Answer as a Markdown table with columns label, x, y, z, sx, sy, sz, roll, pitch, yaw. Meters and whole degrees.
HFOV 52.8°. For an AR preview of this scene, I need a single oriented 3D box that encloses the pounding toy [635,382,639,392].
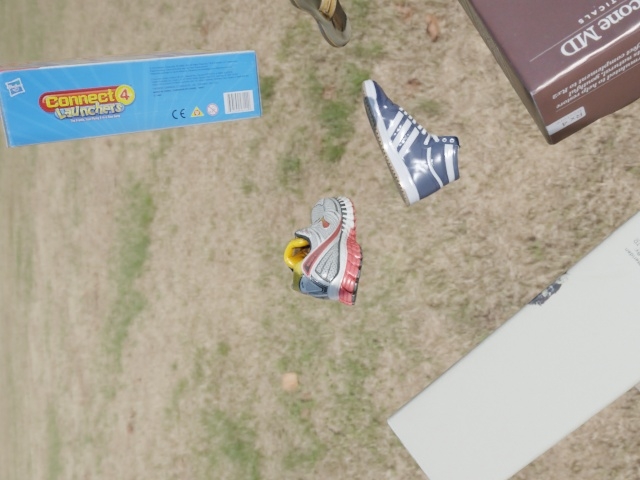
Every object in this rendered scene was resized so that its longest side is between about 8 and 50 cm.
| label | x | y | z | sx | sy | sz | roll | pitch | yaw |
| --- | --- | --- | --- | --- | --- | --- | --- | --- | --- |
| pounding toy | 0.526 | 0.263 | 0.904 | 0.100 | 0.141 | 0.130 | -44 | 30 | 8 |

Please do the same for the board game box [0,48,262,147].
| label | x | y | z | sx | sy | sz | roll | pitch | yaw |
| --- | --- | --- | --- | --- | --- | --- | --- | --- | --- |
| board game box | -0.278 | -0.209 | 0.890 | 0.302 | 0.308 | 0.086 | 30 | 128 | 59 |

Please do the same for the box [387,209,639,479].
| label | x | y | z | sx | sy | sz | roll | pitch | yaw |
| --- | --- | --- | --- | --- | --- | --- | --- | --- | --- |
| box | 0.192 | 0.091 | 0.520 | 0.275 | 0.113 | 0.094 | -44 | 72 | 16 |

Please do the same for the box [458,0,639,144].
| label | x | y | z | sx | sy | sz | roll | pitch | yaw |
| --- | --- | --- | --- | --- | --- | --- | --- | --- | --- |
| box | 0.256 | -0.326 | 0.763 | 0.191 | 0.143 | 0.382 | -31 | 62 | 17 |

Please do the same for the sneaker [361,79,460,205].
| label | x | y | z | sx | sy | sz | roll | pitch | yaw |
| --- | --- | --- | --- | --- | --- | --- | --- | --- | --- |
| sneaker | 0.198 | -0.230 | 1.371 | 0.099 | 0.153 | 0.283 | 24 | -136 | -84 |

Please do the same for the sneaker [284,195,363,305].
| label | x | y | z | sx | sy | sz | roll | pitch | yaw |
| --- | --- | --- | --- | --- | --- | --- | --- | --- | --- |
| sneaker | 0.000 | 0.000 | 0.854 | 0.225 | 0.092 | 0.088 | -95 | 13 | -65 |

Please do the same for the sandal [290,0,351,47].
| label | x | y | z | sx | sy | sz | roll | pitch | yaw |
| --- | --- | --- | --- | --- | --- | --- | --- | --- | --- |
| sandal | 0.007 | -0.309 | 0.814 | 0.049 | 0.180 | 0.072 | 1 | 72 | 29 |
